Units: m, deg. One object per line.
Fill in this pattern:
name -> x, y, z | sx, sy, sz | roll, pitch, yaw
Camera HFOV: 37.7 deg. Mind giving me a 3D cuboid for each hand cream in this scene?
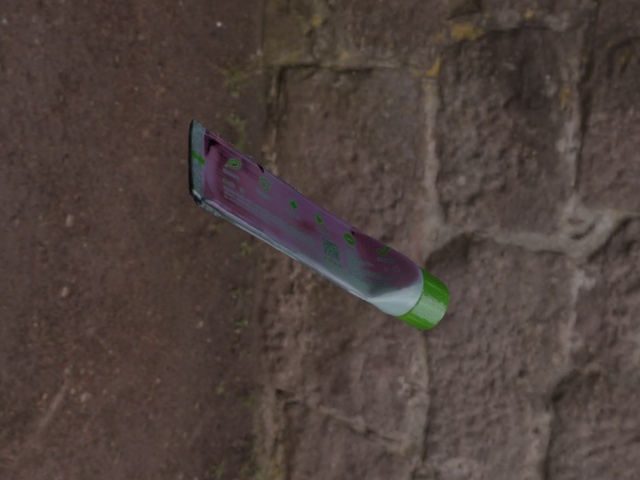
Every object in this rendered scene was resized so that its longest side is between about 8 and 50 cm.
hand cream -> 0.001, -0.001, 0.766 | 0.275, 0.079, 0.050 | 31, 98, -33
